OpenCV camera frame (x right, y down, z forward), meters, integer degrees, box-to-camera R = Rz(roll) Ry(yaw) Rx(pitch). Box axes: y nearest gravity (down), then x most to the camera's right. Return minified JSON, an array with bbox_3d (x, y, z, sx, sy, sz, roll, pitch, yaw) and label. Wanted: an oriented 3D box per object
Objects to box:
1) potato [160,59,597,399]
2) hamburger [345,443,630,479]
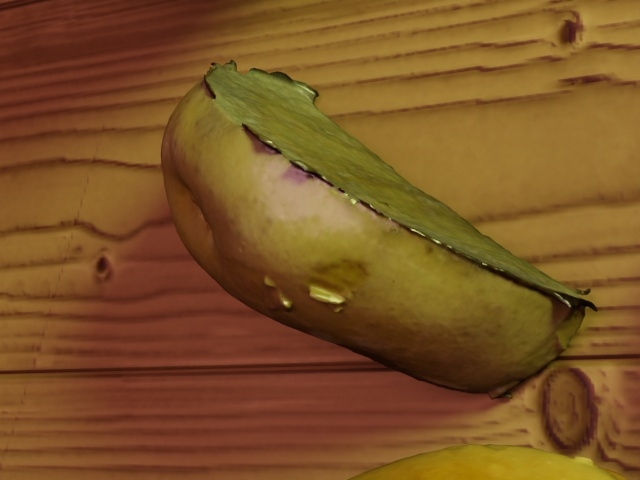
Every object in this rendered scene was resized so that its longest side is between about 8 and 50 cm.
[{"bbox_3d":[0.000,0.000,0.754,0.243,0.138,0.098,39,107,38],"label":"potato"},{"bbox_3d":[0.067,0.236,0.633,0.314,0.170,0.290,-36,67,23],"label":"hamburger"}]
